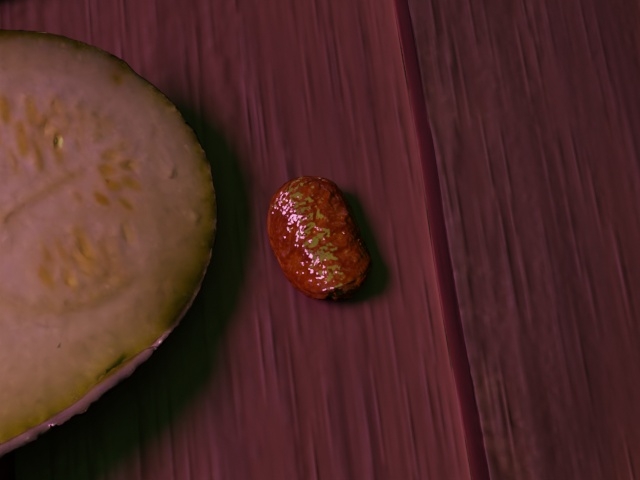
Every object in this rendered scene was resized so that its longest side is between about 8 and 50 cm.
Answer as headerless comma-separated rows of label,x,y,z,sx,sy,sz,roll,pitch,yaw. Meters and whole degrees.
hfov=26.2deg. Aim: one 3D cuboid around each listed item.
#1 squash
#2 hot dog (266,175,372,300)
squash,-0.199,0.004,0.757,0.309,0.210,0.234,-22,87,-10
hot dog,0.000,0.000,0.871,0.058,0.035,0.083,-18,72,-13
